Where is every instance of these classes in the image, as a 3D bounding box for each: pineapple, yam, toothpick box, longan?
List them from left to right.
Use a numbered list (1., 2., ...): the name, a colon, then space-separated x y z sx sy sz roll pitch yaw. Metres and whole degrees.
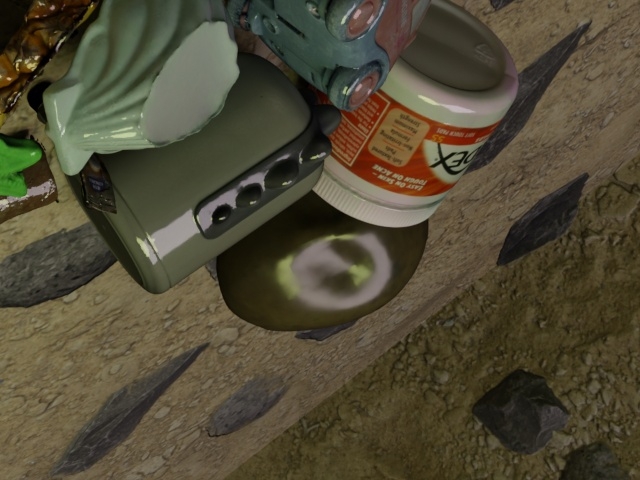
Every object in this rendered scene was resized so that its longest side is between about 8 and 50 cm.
1. yam: -0.363 -0.056 1.243 0.127 0.084 0.084 -29 157 -26
2. pineapple: -0.275 -0.184 1.065 0.221 0.047 0.221 -48 -165 17
3. toothpick box: -0.127 -0.095 1.349 0.316 0.229 0.229 -34 158 -14
4. longan: 0.000 0.000 1.702 0.350 0.288 0.288 -27 157 -15

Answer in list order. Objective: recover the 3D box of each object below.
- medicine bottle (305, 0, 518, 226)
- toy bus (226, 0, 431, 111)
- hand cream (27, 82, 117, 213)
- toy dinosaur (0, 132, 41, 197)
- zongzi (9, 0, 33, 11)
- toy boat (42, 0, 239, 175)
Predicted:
1. medicine bottle: 0.110 -0.186 1.519 0.252 0.252 0.241 -19 152 -42
2. toy bus: 0.033 -0.310 1.246 0.232 0.197 0.294 -44 159 -16
3. hand cream: -0.267 -0.101 1.195 0.039 0.163 0.062 -36 160 8
4. toy dinosaur: -0.538 0.014 1.040 0.500 0.144 0.374 14 109 -44
5. zongzi: -0.336 -0.231 0.912 0.184 0.084 0.187 -36 166 -24
6. toy boat: -0.165 -0.178 1.156 0.290 0.100 0.199 -49 146 -36
